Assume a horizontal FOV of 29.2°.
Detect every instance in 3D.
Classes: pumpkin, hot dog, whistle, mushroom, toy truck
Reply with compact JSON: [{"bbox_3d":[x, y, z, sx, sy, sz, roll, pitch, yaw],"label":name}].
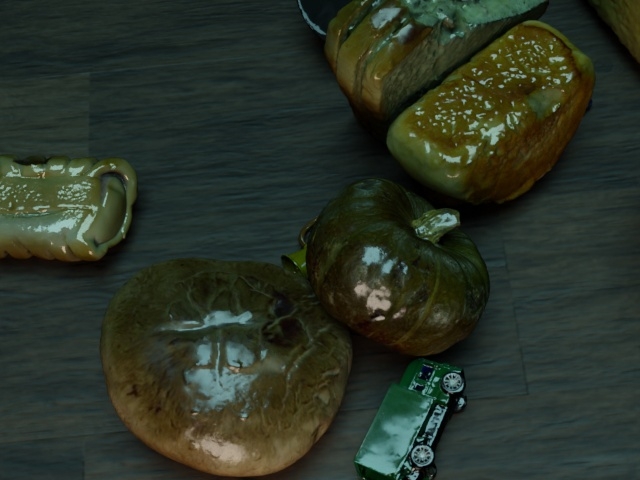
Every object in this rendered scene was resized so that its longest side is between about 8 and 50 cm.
[{"bbox_3d":[0.092,0.022,1.343,0.162,0.219,0.219,-49,62,25],"label":"pumpkin"},{"bbox_3d":[0.201,-0.133,1.450,0.257,0.153,0.150,-38,62,-15],"label":"hot dog"},{"bbox_3d":[0.001,0.005,1.464,0.109,0.057,0.046,-40,111,-25],"label":"whistle"},{"bbox_3d":[-0.101,0.124,1.341,0.278,0.146,0.278,2,59,-3],"label":"mushroom"},{"bbox_3d":[0.104,0.199,1.332,0.079,0.065,0.147,22,67,18],"label":"toy truck"}]

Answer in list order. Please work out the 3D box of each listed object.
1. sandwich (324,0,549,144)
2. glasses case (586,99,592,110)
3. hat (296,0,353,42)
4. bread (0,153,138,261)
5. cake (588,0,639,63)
[{"bbox_3d":[0.142,-0.249,1.434,0.288,0.254,0.099,-41,70,-4],"label":"sandwich"},{"bbox_3d":[0.302,-0.162,1.531,0.083,0.023,0.033,-35,62,-13],"label":"glasses case"},{"bbox_3d":[0.122,-0.371,1.598,0.238,0.209,0.336,19,81,33],"label":"hat"},{"bbox_3d":[-0.336,-0.036,1.477,0.225,0.081,0.134,3,68,4],"label":"bread"},{"bbox_3d":[0.503,-0.364,1.511,0.286,0.222,0.227,-21,62,-17],"label":"cake"}]
